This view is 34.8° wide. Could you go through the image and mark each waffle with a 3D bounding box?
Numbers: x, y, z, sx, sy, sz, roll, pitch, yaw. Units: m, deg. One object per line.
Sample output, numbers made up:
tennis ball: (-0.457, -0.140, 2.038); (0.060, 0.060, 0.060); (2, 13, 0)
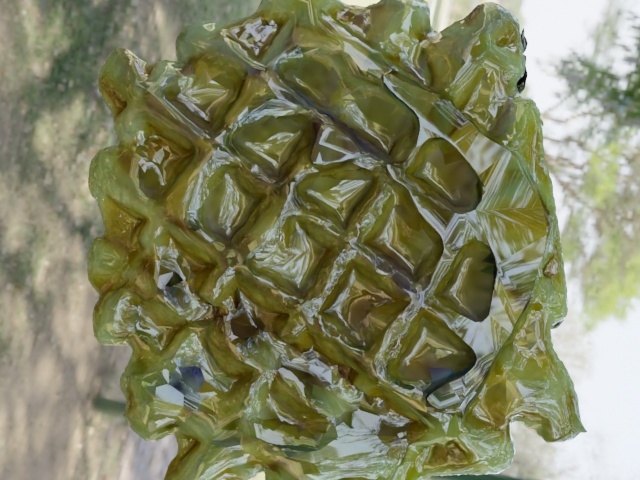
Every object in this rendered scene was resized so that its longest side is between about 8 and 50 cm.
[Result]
waffle: (-0.001, 0.000, 0.431); (0.054, 0.203, 0.224); (39, 43, -83)
